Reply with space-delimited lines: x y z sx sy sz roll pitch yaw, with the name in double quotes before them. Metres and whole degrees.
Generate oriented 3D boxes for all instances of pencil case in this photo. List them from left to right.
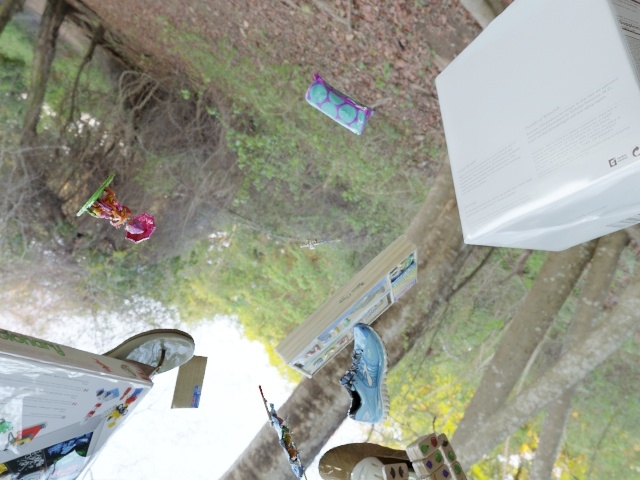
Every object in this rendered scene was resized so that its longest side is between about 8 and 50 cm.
"pencil case" 0.041 -0.298 0.978 0.151 0.064 0.070 32 147 3

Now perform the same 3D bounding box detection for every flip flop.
"flip flop" -0.346 0.231 0.757 0.276 0.112 0.080 -12 -139 -32

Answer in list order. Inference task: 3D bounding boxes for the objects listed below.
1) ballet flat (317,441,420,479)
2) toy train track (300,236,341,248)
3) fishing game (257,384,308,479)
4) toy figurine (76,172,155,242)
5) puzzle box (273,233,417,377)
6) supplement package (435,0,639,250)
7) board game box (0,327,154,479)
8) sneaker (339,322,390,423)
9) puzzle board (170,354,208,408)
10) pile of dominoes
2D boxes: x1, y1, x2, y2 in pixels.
"ballet flat" 0.161 0.577 1.099 0.342 0.116 0.124 20 177 -27
"toy train track" 0.000 0.000 0.908 0.083 0.014 0.048 -9 160 -6
"fishing game" -0.077 0.474 1.074 0.264 0.041 0.189 69 171 -27
"toy figurine" -0.467 -0.061 1.060 0.159 0.130 0.173 41 172 -24
"puzzle box" 0.084 0.181 1.135 0.052 0.409 0.272 46 173 24
"supplement package" 0.244 -0.117 0.437 0.149 0.203 0.194 4 160 -25
"board game box" -0.338 0.201 0.478 0.053 0.193 0.305 34 167 25
"sneaker" 0.068 0.217 0.731 0.073 0.162 0.063 1 164 -19
"puzzle board" -0.322 0.346 1.097 0.011 0.128 0.096 0 162 27
"pile of dominoes" 0.239 0.505 0.841 0.195 0.040 0.251 -10 -113 -41
